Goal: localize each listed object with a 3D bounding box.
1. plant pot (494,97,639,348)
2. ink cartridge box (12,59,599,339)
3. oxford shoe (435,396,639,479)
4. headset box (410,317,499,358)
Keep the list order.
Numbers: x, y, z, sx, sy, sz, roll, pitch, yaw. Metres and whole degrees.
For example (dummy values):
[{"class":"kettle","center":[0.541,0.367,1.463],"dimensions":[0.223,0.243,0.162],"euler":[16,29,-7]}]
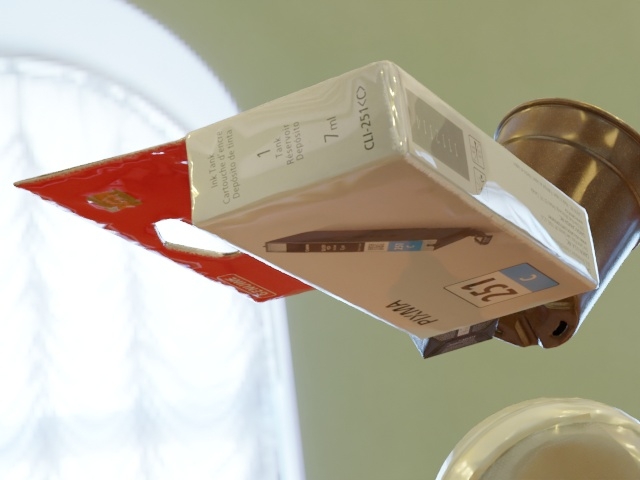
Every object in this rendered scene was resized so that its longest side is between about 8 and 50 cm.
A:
[{"class":"plant pot","center":[0.195,-0.006,1.565],"dimensions":[0.167,0.165,0.167],"euler":[21,-35,16]},{"class":"ink cartridge box","center":[0.000,0.000,1.143],"dimensions":[0.261,0.066,0.296],"euler":[-17,-23,25]},{"class":"oxford shoe","center":[0.146,0.282,0.732],"dimensions":[0.169,0.449,0.130],"euler":[-12,4,-16]},{"class":"headset box","center":[0.090,0.044,1.409],"dimensions":[0.062,0.083,0.032],"euler":[-15,-39,-22]}]
